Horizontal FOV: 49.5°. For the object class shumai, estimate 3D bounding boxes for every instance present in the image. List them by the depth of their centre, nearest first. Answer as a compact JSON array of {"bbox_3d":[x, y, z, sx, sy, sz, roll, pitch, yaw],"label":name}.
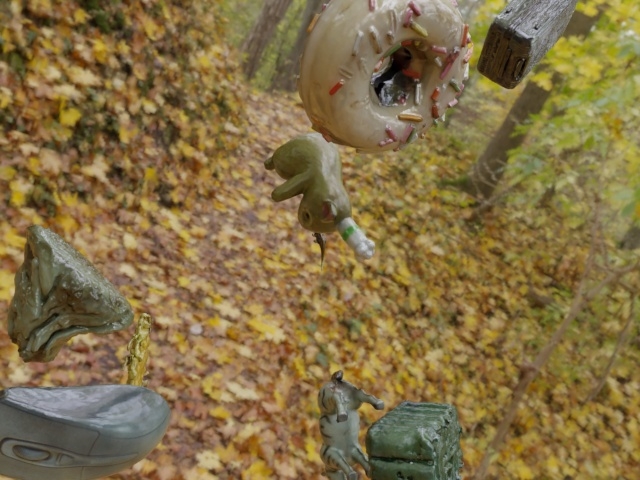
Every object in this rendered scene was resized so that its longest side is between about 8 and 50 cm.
[{"bbox_3d":[-0.631,0.148,1.610,0.309,0.263,0.304,37,-9,36],"label":"shumai"}]

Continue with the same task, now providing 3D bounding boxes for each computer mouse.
[{"bbox_3d":[-0.444,0.358,1.266,0.371,0.188,0.122,9,25,-33],"label":"computer mouse"}]

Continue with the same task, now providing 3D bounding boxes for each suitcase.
[{"bbox_3d":[0.536,-0.546,1.778,0.128,0.312,0.202,36,-23,16],"label":"suitcase"}]

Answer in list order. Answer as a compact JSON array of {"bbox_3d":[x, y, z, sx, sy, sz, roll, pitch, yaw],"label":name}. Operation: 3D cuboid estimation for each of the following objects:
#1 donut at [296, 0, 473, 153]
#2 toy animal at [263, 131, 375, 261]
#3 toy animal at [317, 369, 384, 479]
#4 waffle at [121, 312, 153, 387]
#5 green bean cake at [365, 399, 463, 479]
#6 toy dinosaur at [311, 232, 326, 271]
[{"bbox_3d":[0.137,-0.335,1.375,0.383,0.382,0.142,10,28,-40],"label":"donut"},{"bbox_3d":[-0.008,-0.095,1.676,0.181,0.180,0.362,29,38,-45],"label":"toy animal"},{"bbox_3d":[0.042,0.351,1.185,0.090,0.254,0.170,-2,22,-21],"label":"toy animal"},{"bbox_3d":[-0.500,0.340,1.915,0.060,0.262,0.280,5,58,-8],"label":"waffle"},{"bbox_3d":[0.152,0.348,1.035,0.107,0.193,0.208,-7,0,23],"label":"green bean cake"},{"bbox_3d":[-0.003,-0.003,2.014,0.037,0.180,0.058,-14,9,-4],"label":"toy dinosaur"}]
